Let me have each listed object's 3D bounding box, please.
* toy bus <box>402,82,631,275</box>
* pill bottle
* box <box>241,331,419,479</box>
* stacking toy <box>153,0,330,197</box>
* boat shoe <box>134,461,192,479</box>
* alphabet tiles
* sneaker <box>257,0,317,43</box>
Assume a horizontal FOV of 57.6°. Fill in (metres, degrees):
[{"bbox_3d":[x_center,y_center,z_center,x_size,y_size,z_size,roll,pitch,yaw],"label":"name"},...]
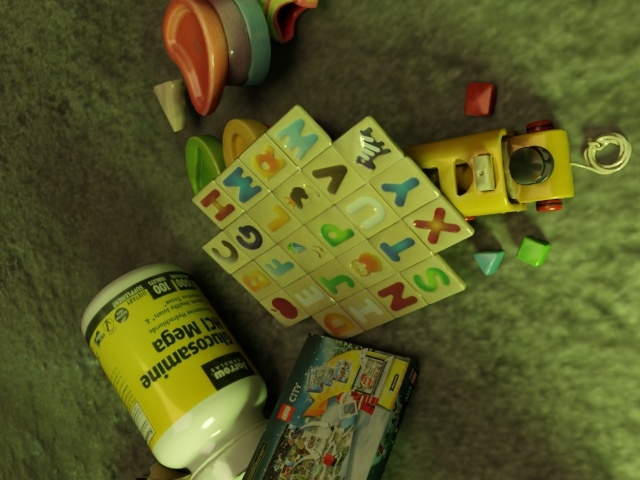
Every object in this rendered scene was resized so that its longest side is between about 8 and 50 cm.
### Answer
[{"bbox_3d":[0.187,-0.072,0.632,0.191,0.104,0.202,43,117,23],"label":"toy bus"},{"bbox_3d":[-0.201,0.210,0.878,0.334,0.188,0.188,50,119,20],"label":"pill bottle"},{"bbox_3d":[0.011,0.244,0.741,0.159,0.044,0.233,9,61,34],"label":"box"},{"bbox_3d":[-0.115,-0.184,0.846,0.279,0.130,0.309,-27,85,61],"label":"stacking toy"},{"bbox_3d":[-0.283,0.429,1.033,0.190,0.068,0.072,-31,66,33],"label":"boat shoe"},{"bbox_3d":[0.000,0.000,0.715,0.285,0.011,0.342,46,134,-13],"label":"alphabet tiles"},{"bbox_3d":[-0.023,-0.354,0.770,0.094,0.081,0.208,53,131,18],"label":"sneaker"}]
